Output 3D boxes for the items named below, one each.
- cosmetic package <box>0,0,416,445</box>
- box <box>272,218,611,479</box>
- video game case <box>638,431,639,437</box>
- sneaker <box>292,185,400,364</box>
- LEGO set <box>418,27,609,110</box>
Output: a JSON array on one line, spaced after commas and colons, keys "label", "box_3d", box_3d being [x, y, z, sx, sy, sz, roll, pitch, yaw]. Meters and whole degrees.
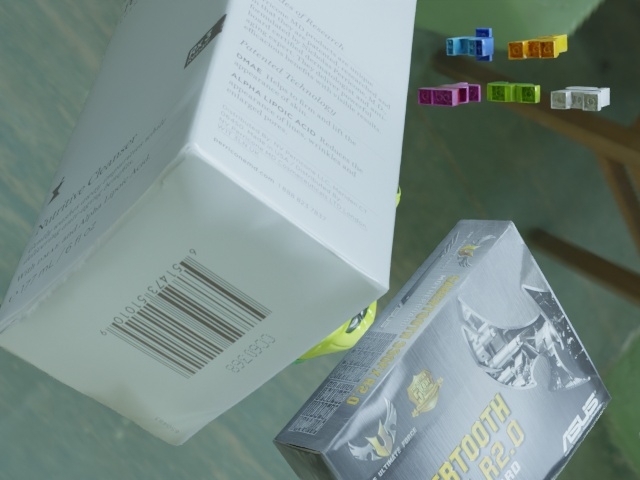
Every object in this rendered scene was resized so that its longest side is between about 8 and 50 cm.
[{"label": "cosmetic package", "box_3d": [-0.061, -0.081, 0.936, 0.156, 0.385, 0.217, 35, 125, -23]}, {"label": "box", "box_3d": [0.095, 0.126, 0.964, 0.231, 0.056, 0.183, -47, 120, -28]}, {"label": "video game case", "box_3d": [0.380, 0.310, 1.206, 0.025, 0.285, 0.204, -38, 114, 19]}, {"label": "sneaker", "box_3d": [0.000, 0.000, 1.375, 0.109, 0.295, 0.123, 38, 130, -21]}, {"label": "LEGO set", "box_3d": [0.232, -0.199, 1.556, 0.093, 0.227, 0.087, -20, 112, -52]}]
